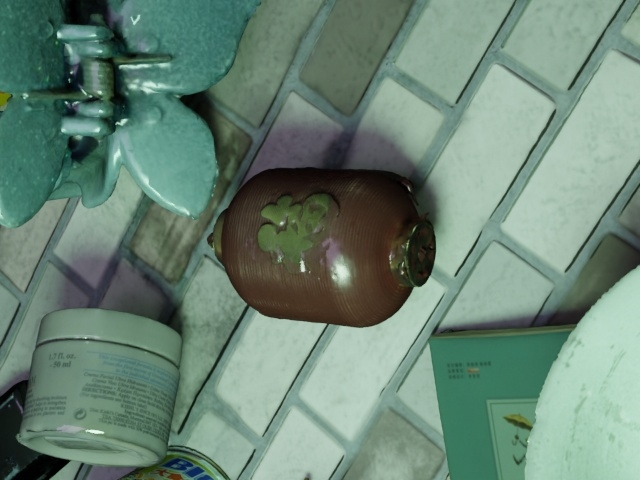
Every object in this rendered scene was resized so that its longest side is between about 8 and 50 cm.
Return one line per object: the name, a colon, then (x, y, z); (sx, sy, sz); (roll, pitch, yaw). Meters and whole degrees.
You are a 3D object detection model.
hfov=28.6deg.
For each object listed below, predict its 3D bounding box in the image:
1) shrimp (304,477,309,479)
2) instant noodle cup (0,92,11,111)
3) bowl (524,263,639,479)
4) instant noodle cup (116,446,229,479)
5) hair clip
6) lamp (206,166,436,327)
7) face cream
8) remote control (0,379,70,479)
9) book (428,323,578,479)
shrimp: (-0.006, 0.342, 1.474); (0.091, 0.025, 0.127); (8, 104, 30)
instant noodle cup: (-0.491, -0.248, 1.626); (0.182, 0.144, 0.182); (4, 98, 30)
bowl: (0.405, 0.210, 1.045); (0.434, 0.196, 0.435); (-14, 59, 25)
instant noodle cup: (-0.207, 0.369, 1.524); (0.205, 0.153, 0.205); (4, 98, 29)
hair clip: (-0.288, -0.183, 1.447); (0.238, 0.392, 0.318); (11, 104, 55)
lamp: (0.000, 0.000, 1.351); (0.258, 0.180, 0.180); (6, 99, 31)
face cream: (-0.259, 0.179, 1.491); (0.177, 0.177, 0.153); (-8, 62, 31)
remote control: (-0.491, 0.336, 1.740); (0.399, 0.062, 0.145); (-41, 74, 28)
book: (0.247, 0.274, 1.293); (0.264, 0.031, 0.380); (-6, 93, 39)
